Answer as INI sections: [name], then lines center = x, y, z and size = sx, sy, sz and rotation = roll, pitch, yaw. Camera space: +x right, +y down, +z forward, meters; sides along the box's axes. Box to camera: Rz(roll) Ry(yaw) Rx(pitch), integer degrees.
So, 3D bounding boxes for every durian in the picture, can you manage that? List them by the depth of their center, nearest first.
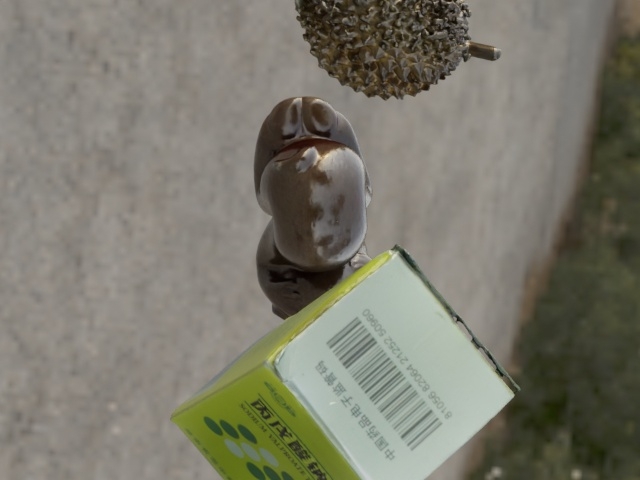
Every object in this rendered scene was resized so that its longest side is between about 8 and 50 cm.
[durian]
center = 0.069, -0.197, 1.649
size = 0.148, 0.188, 0.091
rotation = -67, -174, -21

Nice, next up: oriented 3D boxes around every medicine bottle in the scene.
[medicine bottle]
center = 0.010, 0.117, 1.414
size = 0.141, 0.137, 0.250
rotation = -39, -179, -23

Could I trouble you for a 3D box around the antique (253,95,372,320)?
[antique]
center = 0.000, 0.000, 1.929
size = 0.143, 0.121, 0.257
rotation = -103, -171, -47
